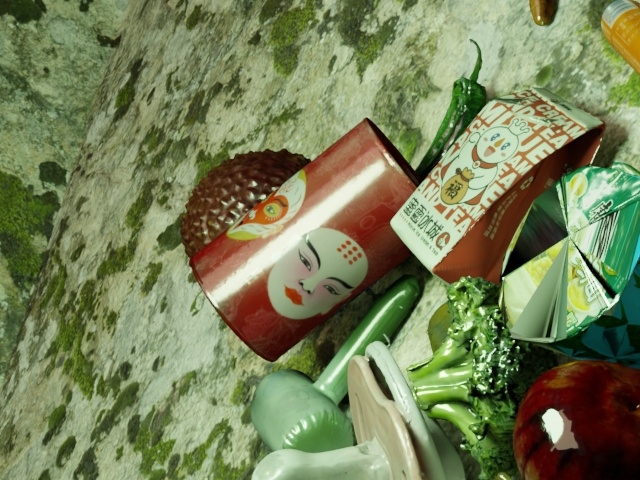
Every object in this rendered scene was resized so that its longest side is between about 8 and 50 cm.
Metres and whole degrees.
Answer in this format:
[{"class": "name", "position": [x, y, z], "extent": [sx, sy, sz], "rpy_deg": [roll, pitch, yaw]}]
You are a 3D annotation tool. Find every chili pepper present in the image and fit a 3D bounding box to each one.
[{"class": "chili pepper", "position": [0.197, -0.164, 2.281], "extent": [0.279, 0.065, 0.122], "rpy_deg": [-59, 30, 13]}]

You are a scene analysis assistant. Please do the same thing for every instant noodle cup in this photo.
[{"class": "instant noodle cup", "position": [0.343, 0.048, 1.686], "extent": [0.240, 0.178, 0.240], "rpy_deg": [-41, 33, 34]}]

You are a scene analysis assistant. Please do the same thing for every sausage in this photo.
[{"class": "sausage", "position": [0.428, -0.262, 1.964], "extent": [0.071, 0.071, 0.234], "rpy_deg": [-52, 28, 18]}]

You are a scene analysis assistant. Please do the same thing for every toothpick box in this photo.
[{"class": "toothpick box", "position": [0.000, 0.000, 2.173], "extent": [0.333, 0.204, 0.204], "rpy_deg": [-39, 31, 9]}]

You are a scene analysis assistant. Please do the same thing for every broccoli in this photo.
[{"class": "broccoli", "position": [0.201, 0.161, 1.784], "extent": [0.176, 0.226, 0.198], "rpy_deg": [-42, 22, 15]}]

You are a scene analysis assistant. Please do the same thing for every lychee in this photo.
[{"class": "lychee", "position": [-0.087, -0.014, 2.417], "extent": [0.304, 0.276, 0.275], "rpy_deg": [19, 80, 32]}]

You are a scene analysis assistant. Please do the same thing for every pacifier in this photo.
[{"class": "pacifier", "position": [0.065, 0.287, 1.907], "extent": [0.273, 0.220, 0.332], "rpy_deg": [-46, 24, 5]}]

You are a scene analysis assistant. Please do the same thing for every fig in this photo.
[{"class": "fig", "position": [0.297, 0.250, 1.592], "extent": [0.186, 0.204, 0.249], "rpy_deg": [-96, 13, -50]}]

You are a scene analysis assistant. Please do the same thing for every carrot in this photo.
[{"class": "carrot", "position": [0.338, -0.384, 2.270], "extent": [0.048, 0.048, 0.139], "rpy_deg": [-29, 42, 47]}]

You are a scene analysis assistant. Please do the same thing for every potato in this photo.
[{"class": "potato", "position": [0.193, 0.135, 1.976], "extent": [0.105, 0.085, 0.188], "rpy_deg": [-54, 22, 8]}]

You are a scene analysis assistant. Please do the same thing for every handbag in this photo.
[{"class": "handbag", "position": [0.257, -0.065, 2.005], "extent": [0.298, 0.151, 0.171], "rpy_deg": [-49, 32, 7]}]

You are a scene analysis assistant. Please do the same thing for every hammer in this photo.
[{"class": "hammer", "position": [0.035, 0.183, 2.194], "extent": [0.335, 0.119, 0.206], "rpy_deg": [-54, 28, 0]}]
